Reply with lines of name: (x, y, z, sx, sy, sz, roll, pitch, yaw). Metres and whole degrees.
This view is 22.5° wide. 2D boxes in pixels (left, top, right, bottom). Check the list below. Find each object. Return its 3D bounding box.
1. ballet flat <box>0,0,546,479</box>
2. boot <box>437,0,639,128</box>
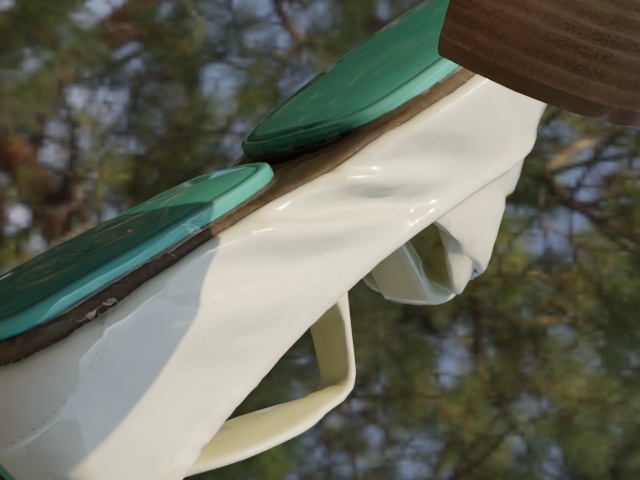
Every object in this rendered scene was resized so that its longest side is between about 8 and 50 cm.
ballet flat: (0.000, 0.000, 0.751, 0.139, 0.400, 0.139, 30, -41, 30)
boot: (0.001, -0.168, 0.377, 0.283, 0.109, 0.220, 25, -55, 21)
